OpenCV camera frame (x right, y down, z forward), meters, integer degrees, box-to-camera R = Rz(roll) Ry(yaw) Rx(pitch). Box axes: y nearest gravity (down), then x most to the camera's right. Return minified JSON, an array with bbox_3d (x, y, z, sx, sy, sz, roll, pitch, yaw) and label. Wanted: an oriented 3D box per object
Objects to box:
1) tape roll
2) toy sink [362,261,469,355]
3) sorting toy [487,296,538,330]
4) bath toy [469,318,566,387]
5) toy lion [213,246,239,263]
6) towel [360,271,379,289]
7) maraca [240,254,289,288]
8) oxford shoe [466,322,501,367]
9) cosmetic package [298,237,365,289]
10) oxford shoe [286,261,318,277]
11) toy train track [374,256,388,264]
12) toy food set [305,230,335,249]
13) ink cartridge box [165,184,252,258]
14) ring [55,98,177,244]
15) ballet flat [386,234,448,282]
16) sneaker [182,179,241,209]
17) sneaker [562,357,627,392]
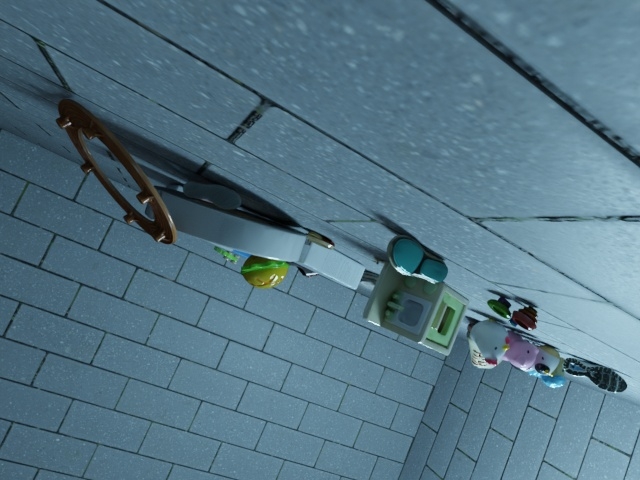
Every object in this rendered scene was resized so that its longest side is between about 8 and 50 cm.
[{"bbox_3d":[-0.227,-0.042,1.093,0.392,0.072,0.392,18,-176,-1],"label":"tape roll"},{"bbox_3d":[0.240,0.167,1.071,0.131,0.152,0.234,17,169,46],"label":"toy sink"},{"bbox_3d":[0.375,0.134,0.852,0.102,0.042,0.061,34,168,49],"label":"sorting toy"},{"bbox_3d":[0.593,0.341,1.323,0.348,0.129,0.151,26,139,-28],"label":"bath toy"},{"bbox_3d":[-0.345,0.046,1.588,0.096,0.034,0.100,35,170,-37],"label":"toy lion"},{"bbox_3d":[0.190,0.155,1.595,0.187,0.049,0.282,28,172,-30],"label":"towel"},{"bbox_3d":[-0.143,0.072,1.136,0.127,0.099,0.185,-11,171,-5],"label":"maraca"},{"bbox_3d":[0.620,0.407,1.648,0.141,0.146,0.397,19,172,38],"label":"oxford shoe"},{"bbox_3d":[0.013,0.064,1.340,0.231,0.085,0.117,27,172,-36],"label":"cosmetic package"},{"bbox_3d":[-0.025,0.101,1.690,0.271,0.098,0.097,27,173,-26],"label":"oxford shoe"},{"bbox_3d":[0.166,0.063,1.094,0.083,0.014,0.048,26,173,-20],"label":"toy train track"},{"bbox_3d":[0.000,0.000,1.143,0.083,0.020,0.082,25,174,-10],"label":"toy food set"},{"bbox_3d":[-0.375,-0.064,1.471,0.308,0.129,0.223,26,174,-28],"label":"ink cartridge box"},{"bbox_3d":[-0.410,-0.120,0.884,0.337,0.032,0.336,36,151,24],"label":"ring"},{"bbox_3d":[0.149,0.031,0.731,0.168,0.057,0.052,30,-179,-41],"label":"ballet flat"},{"bbox_3d":[-0.244,-0.110,1.030,0.134,0.051,0.070,15,-169,-1],"label":"sneaker"},{"bbox_3d":[0.800,0.381,1.286,0.073,0.063,0.162,6,-168,-42],"label":"sneaker"}]
